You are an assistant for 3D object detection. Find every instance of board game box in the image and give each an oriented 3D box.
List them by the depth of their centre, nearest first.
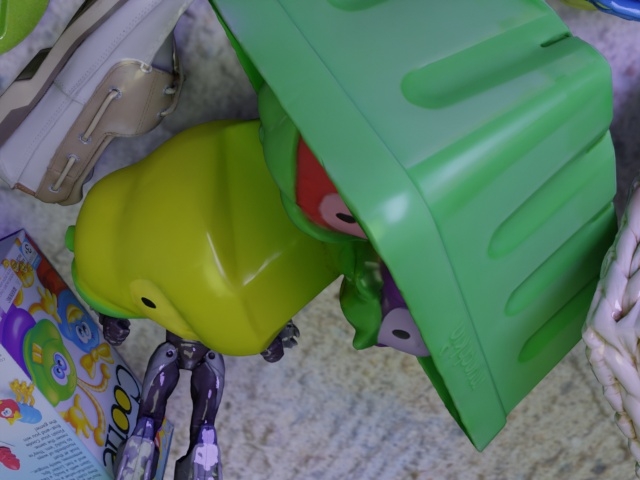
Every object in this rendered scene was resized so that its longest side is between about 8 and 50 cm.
[{"bbox_3d":[-0.278,0.155,0.846,0.144,0.142,0.275,-23,117,13],"label":"board game box"}]

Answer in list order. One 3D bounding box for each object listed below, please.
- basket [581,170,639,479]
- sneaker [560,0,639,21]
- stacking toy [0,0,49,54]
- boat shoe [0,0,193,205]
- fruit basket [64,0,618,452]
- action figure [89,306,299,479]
[{"bbox_3d":[0.376,0.059,0.607,0.266,0.331,0.328,-1,134,36],"label":"basket"},{"bbox_3d":[0.291,-0.197,0.633,0.240,0.126,0.091,-10,120,8],"label":"sneaker"},{"bbox_3d":[-0.353,-0.231,0.611,0.309,0.130,0.279,-37,148,-15],"label":"stacking toy"},{"bbox_3d":[-0.156,-0.138,0.697,0.103,0.113,0.302,41,124,-21],"label":"boat shoe"},{"bbox_3d":[0.000,0.000,0.637,0.392,0.283,0.392,-20,143,-16],"label":"fruit basket"},{"bbox_3d":[-0.115,0.106,0.783,0.185,0.099,0.285,8,79,-6],"label":"action figure"}]
